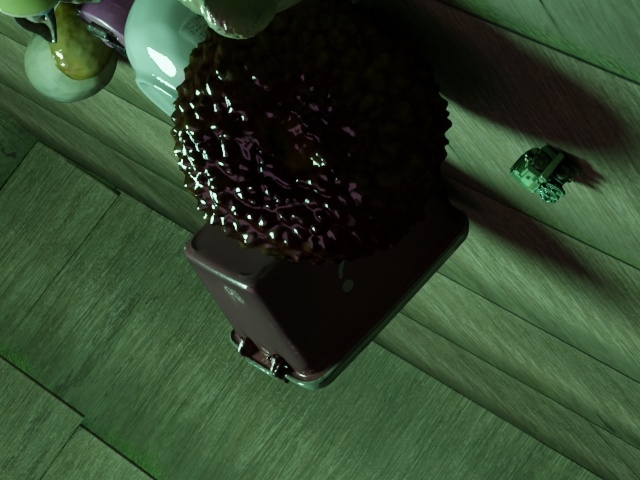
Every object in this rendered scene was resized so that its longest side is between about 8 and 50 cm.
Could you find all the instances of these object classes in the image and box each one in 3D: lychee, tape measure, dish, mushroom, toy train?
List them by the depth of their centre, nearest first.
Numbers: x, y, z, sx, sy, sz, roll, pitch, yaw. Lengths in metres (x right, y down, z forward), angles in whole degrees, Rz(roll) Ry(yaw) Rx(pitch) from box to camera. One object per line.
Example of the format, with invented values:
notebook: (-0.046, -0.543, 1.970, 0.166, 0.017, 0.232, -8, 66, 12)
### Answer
lychee: (0.001, -0.100, 1.581, 0.271, 0.271, 0.271, 35, 172, 6)
toy train: (0.205, -0.062, 1.617, 0.053, 0.033, 0.083, 39, 172, 3)
dish: (-0.121, -0.185, 1.969, 0.256, 0.117, 0.256, 35, 173, 5)
tape measure: (-0.233, -0.262, 2.144, 0.118, 0.074, 0.125, 28, 171, 38)
mushroom: (-0.352, -0.261, 2.496, 0.128, 0.128, 0.350, 37, 169, -9)

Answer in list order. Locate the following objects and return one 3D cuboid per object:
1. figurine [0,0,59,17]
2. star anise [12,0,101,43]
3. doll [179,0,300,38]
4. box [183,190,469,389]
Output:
figurine: (-0.352, -0.327, 1.836, 0.180, 0.153, 0.262, 16, 148, 5)
star anise: (-0.363, -0.330, 2.047, 0.223, 0.109, 0.236, -22, 138, 33)
doll: (-0.114, -0.265, 1.309, 0.278, 0.175, 0.149, 43, 155, 1)
box: (0.000, 0.000, 1.992, 0.193, 0.294, 0.167, 24, 155, 51)
